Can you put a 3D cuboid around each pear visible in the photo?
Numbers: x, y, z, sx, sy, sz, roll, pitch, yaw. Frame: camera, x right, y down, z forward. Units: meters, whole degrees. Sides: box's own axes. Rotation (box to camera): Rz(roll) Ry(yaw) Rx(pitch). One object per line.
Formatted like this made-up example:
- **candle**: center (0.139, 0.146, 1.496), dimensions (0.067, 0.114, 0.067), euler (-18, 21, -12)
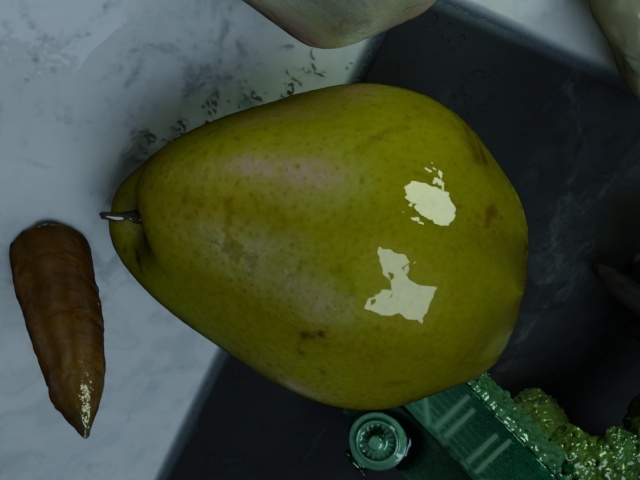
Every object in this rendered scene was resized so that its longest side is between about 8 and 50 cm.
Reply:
- **pear**: center (0.003, 0.012, 0.835), dimensions (0.337, 0.285, 0.284), euler (-13, 125, 1)

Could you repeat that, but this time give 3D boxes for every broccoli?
- **broccoli**: center (0.300, 0.248, 1.183), dimensions (0.302, 0.186, 0.254), euler (-23, 165, -34)

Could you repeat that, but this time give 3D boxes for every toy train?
- **toy train**: center (0.136, 0.213, 1.028), dimensions (0.154, 0.269, 0.115), euler (-46, 165, 12)

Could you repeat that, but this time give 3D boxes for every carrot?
- **carrot**: center (-0.207, 0.077, 0.813), dimensions (0.072, 0.205, 0.072), euler (-12, 135, -12)

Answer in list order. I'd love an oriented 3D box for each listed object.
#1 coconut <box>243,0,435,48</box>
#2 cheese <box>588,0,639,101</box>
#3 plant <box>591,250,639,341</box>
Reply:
- **coconut**: center (0.018, -0.251, 0.720), dimensions (0.237, 0.197, 0.236), euler (-10, 117, -20)
- **cheese**: center (0.347, -0.228, 0.937), dimensions (0.218, 0.117, 0.235), euler (5, 118, -26)
- **plant**: center (0.433, 0.112, 1.077), dimensions (0.194, 0.320, 0.181), euler (-15, 158, -39)
